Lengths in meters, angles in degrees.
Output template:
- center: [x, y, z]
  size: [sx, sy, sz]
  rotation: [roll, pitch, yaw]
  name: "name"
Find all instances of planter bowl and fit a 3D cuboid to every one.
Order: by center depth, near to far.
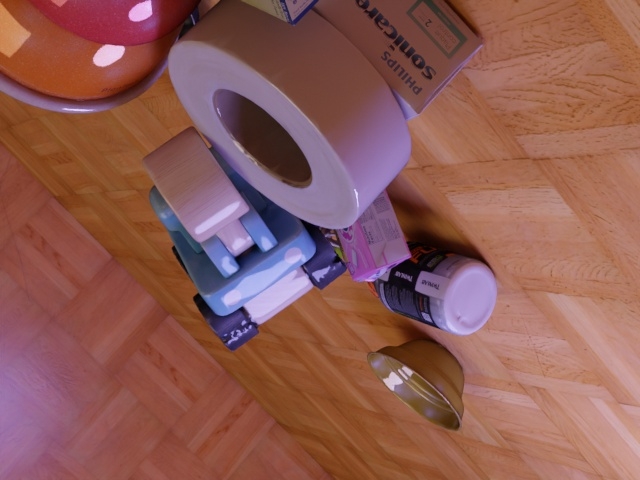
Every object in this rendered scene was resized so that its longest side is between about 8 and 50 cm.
- center: [0.197, 0.246, 2.186]
  size: [0.217, 0.090, 0.217]
  rotation: [36, 162, 14]
  name: "planter bowl"

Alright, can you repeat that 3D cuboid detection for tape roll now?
- center: [-0.037, -0.145, 1.342]
  size: [0.286, 0.100, 0.286]
  rotation: [36, 160, 15]
  name: "tape roll"

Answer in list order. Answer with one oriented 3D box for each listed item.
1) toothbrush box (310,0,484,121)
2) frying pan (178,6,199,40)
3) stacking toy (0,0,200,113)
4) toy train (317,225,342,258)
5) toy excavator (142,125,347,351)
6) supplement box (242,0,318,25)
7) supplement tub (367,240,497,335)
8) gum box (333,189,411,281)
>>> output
- center: [0.019, -0.231, 1.393]
  size: [0.216, 0.126, 0.295]
  rotation: [45, 162, -9]
  name: "toothbrush box"
- center: [-0.279, -0.412, 1.700]
  size: [0.197, 0.053, 0.326]
  rotation: [17, 148, 50]
  name: "frying pan"
- center: [-0.194, -0.363, 1.281]
  size: [0.480, 0.350, 0.350]
  rotation: [-19, 120, 48]
  name: "stacking toy"
- center: [0.000, 0.000, 2.021]
  size: [0.248, 0.105, 0.143]
  rotation: [28, 168, 35]
  name: "toy train"
- center: [-0.149, -0.041, 1.701]
  size: [0.445, 0.222, 0.433]
  rotation: [55, 180, -38]
  name: "toy excavator"
- center: [-0.048, -0.267, 1.149]
  size: [0.083, 0.056, 0.083]
  rotation: [31, 159, 31]
  name: "supplement box"
- center: [0.164, 0.067, 1.802]
  size: [0.190, 0.117, 0.117]
  rotation: [18, 150, 50]
  name: "supplement tub"
- center: [0.060, -0.035, 1.742]
  size: [0.188, 0.062, 0.107]
  rotation: [69, 161, 4]
  name: "gum box"
